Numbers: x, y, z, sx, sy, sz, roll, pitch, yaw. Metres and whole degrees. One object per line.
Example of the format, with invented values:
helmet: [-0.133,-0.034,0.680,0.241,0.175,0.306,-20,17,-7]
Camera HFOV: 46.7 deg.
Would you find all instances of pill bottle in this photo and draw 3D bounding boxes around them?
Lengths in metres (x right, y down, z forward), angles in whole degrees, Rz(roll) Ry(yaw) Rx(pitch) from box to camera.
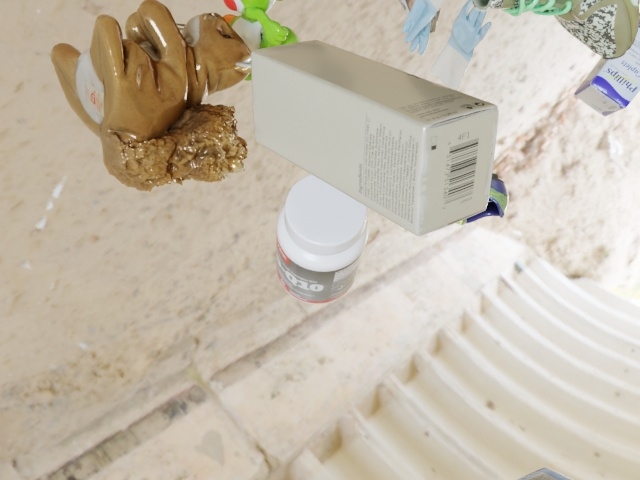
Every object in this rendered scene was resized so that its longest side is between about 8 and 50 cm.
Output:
pill bottle: [0.000,0.000,1.336,0.161,0.161,0.283,-39,165,-17]

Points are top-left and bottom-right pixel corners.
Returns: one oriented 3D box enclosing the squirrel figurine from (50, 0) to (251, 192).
squirrel figurine: [-0.297,-0.302,1.563,0.370,0.397,0.281,-22,-175,-37]

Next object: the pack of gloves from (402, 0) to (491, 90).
pack of gloves: [0.251,-0.448,1.569,0.046,0.195,0.232,-27,158,-29]

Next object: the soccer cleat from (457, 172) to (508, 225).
soccer cleat: [0.298,-0.089,1.758,0.289,0.121,0.093,-5,148,15]

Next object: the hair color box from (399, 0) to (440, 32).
hair color box: [0.223,-0.580,1.759,0.053,0.167,0.093,-22,164,-6]

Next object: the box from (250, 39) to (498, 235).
box: [0.041,-0.114,0.741,0.094,0.275,0.113,-20,127,-30]

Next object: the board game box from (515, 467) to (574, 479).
board game box: [0.249,0.355,0.543,0.086,0.302,0.308,-19,178,-10]

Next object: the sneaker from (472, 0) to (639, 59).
sneaker: [0.286,-0.374,1.054,0.182,0.410,0.158,-55,-156,-6]

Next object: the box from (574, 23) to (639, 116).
box: [0.505,-0.287,1.239,0.137,0.072,0.126,-54,176,6]

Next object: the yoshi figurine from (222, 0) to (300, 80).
yoshi figurine: [-0.117,-0.545,1.742,0.203,0.203,0.362,-27,139,-36]
